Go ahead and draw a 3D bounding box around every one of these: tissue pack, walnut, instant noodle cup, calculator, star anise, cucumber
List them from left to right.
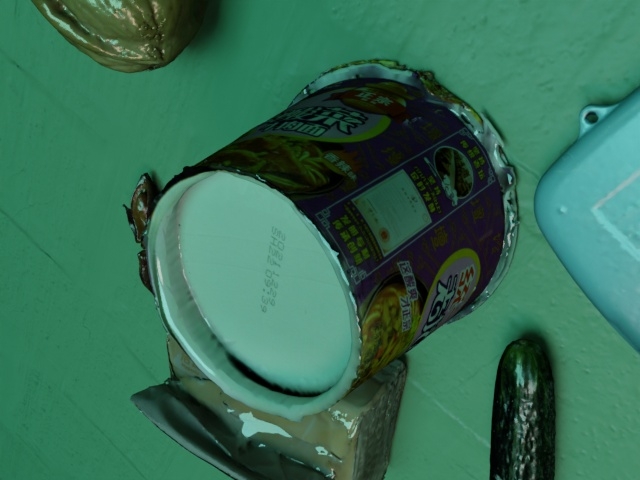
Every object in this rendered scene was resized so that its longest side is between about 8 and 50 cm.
[{"bbox_3d":[-0.238,-0.304,0.733,0.198,0.198,0.245,-39,83,41],"label":"walnut"},{"bbox_3d":[-0.233,0.002,0.964,0.157,0.053,0.212,4,112,35],"label":"star anise"},{"bbox_3d":[-0.074,0.227,0.846,0.306,0.239,0.238,22,123,26],"label":"tissue pack"},{"bbox_3d":[0.000,0.000,0.657,0.340,0.266,0.339,15,119,30],"label":"instant noodle cup"},{"bbox_3d":[0.231,0.218,0.723,0.075,0.074,0.241,9,113,33],"label":"cucumber"},{"bbox_3d":[0.364,0.023,0.545,0.386,0.054,0.256,48,130,8],"label":"calculator"}]
